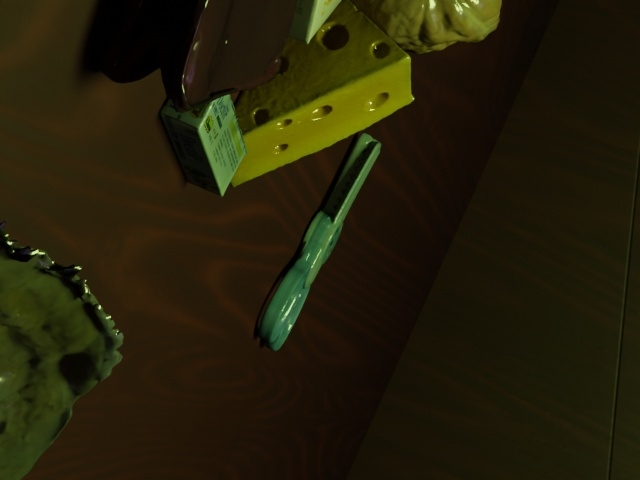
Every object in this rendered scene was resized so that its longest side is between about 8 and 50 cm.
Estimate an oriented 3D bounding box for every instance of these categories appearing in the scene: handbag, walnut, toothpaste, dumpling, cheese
[{"bbox_3d":[-0.057,-0.199,1.259,0.203,0.074,0.216,-41,151,-68],"label":"handbag"},{"bbox_3d":[0.099,-0.239,1.748,0.184,0.155,0.155,-28,140,-78],"label":"walnut"},{"bbox_3d":[-0.086,-0.081,1.479,0.046,0.034,0.164,-64,170,-13],"label":"toothpaste"},{"bbox_3d":[-0.200,0.057,1.065,0.166,0.086,0.332,-24,150,-23],"label":"dumpling"},{"bbox_3d":[-0.024,-0.120,1.632,0.171,0.126,0.093,-44,165,-7],"label":"cheese"}]

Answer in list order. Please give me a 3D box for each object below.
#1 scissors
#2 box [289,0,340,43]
[{"bbox_3d":[0.000,0.000,2.118,0.256,0.030,0.125,-62,171,-10],"label":"scissors"},{"bbox_3d":[0.032,-0.333,1.422,0.200,0.065,0.343,-56,166,-45],"label":"box"}]
